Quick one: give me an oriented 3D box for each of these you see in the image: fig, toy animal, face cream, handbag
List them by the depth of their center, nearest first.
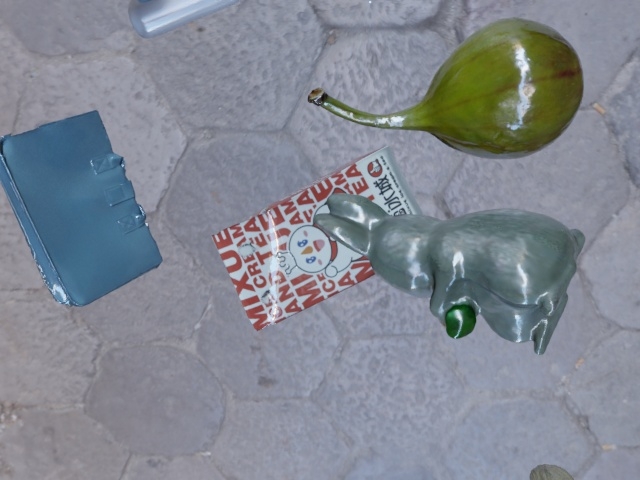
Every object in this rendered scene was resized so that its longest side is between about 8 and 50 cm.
[{"bbox_3d":[0.108,-0.123,0.511,0.236,0.124,0.124,-8,112,2],"label":"fig"},{"bbox_3d":[0.115,0.016,0.535,0.236,0.138,0.108,21,151,37],"label":"toy animal"},{"bbox_3d":[-0.300,-0.039,0.725,0.057,0.144,0.221,-5,108,51],"label":"handbag"},{"bbox_3d":[0.000,0.000,0.856,0.298,0.151,0.171,-31,98,-20],"label":"handbag"},{"bbox_3d":[-0.206,-0.495,1.121,0.336,0.163,0.080,-20,126,6],"label":"face cream"}]

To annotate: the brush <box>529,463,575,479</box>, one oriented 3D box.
[{"bbox_3d":[0.256,0.295,0.450,0.042,0.299,0.039,11,114,-22],"label":"brush"}]
